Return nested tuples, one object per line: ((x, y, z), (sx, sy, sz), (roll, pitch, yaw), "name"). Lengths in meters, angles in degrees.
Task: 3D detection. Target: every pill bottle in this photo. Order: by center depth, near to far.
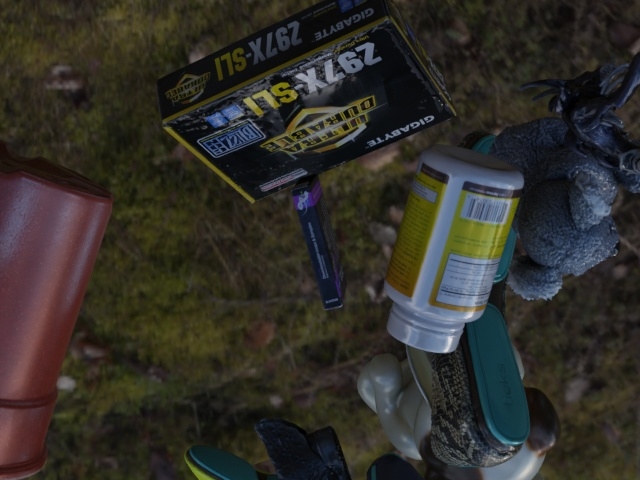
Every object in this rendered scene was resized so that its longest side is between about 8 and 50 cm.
((0.141, 0.010, 1.258), (0.117, 0.117, 0.215), (9, 106, -21), "pill bottle")

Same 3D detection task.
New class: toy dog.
((0.239, 0.302, 1.878), (0.284, 0.408, 0.395), (-28, 90, 2), "toy dog")

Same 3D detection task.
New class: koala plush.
((0.291, -0.034, 1.379), (0.203, 0.221, 0.196), (29, 123, -6), "koala plush")

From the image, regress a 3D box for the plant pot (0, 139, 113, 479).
((-0.334, 0.040, 1.057), (0.272, 0.272, 0.265), (21, 94, -27), "plant pot")

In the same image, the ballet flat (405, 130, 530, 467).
((0.190, 0.084, 1.626), (0.164, 0.483, 0.182), (15, 155, -38), "ballet flat")

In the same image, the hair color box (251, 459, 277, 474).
((-0.111, 0.461, 1.816), (0.338, 0.185, 0.110), (-16, 127, -5), "hair color box")

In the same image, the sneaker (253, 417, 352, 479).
((-0.011, 0.278, 1.308), (0.089, 0.051, 0.170), (-18, 89, 6), "sneaker")

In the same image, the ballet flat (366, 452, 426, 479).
((0.128, 0.318, 1.254), (0.203, 0.074, 0.074), (41, 111, -9), "ballet flat")

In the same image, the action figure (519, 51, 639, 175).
((0.352, -0.123, 1.207), (0.141, 0.275, 0.164), (-51, 153, 1), "action figure")

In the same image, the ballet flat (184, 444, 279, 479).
((-0.093, 0.354, 1.595), (0.231, 0.077, 0.077), (20, 110, -19), "ballet flat")

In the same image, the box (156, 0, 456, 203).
((-0.014, -0.185, 1.498), (0.322, 0.079, 0.257), (-22, 149, 16), "box")

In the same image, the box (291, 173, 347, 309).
((0.000, 0.000, 1.491), (0.029, 0.116, 0.162), (-16, 99, 8), "box")
